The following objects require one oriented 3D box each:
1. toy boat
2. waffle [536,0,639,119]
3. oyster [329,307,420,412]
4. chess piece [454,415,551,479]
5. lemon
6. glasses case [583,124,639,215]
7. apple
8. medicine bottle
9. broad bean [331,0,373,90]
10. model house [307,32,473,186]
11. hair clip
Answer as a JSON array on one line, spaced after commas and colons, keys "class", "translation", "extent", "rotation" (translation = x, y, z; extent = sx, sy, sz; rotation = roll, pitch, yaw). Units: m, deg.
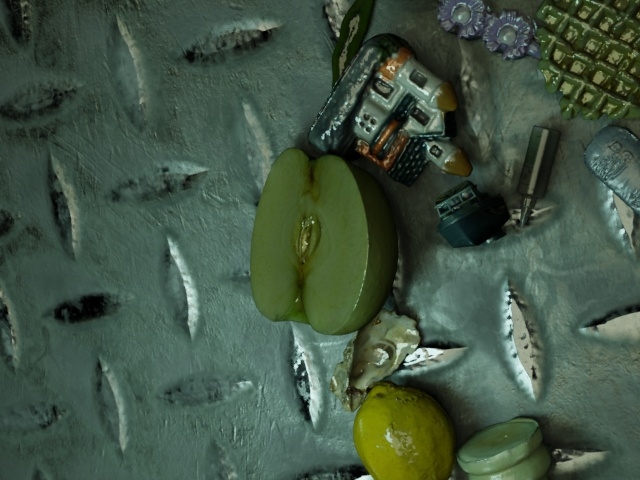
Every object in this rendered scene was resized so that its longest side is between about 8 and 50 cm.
[{"class": "toy boat", "translation": [0.283, -0.047, 1.776], "extent": [0.114, 0.296, 0.122], "rotation": [-32, 82, 19]}, {"class": "waffle", "translation": [0.563, -0.372, 1.755], "extent": [0.309, 0.056, 0.292], "rotation": [-10, 95, 12]}, {"class": "oyster", "translation": [0.098, 0.244, 1.967], "extent": [0.161, 0.107, 0.233], "rotation": [23, 101, -24]}, {"class": "chess piece", "translation": [0.416, 0.539, 1.864], "extent": [0.182, 0.182, 0.330], "rotation": [-23, 94, 20]}, {"class": "lemon", "translation": [0.171, 0.407, 1.908], "extent": [0.204, 0.204, 0.260], "rotation": [-25, 86, 20]}, {"class": "glasses case", "translation": [0.624, -0.103, 1.772], "extent": [0.282, 0.067, 0.109], "rotation": [46, 110, 11]}, {"class": "apple", "translation": [0.000, 0.000, 1.877], "extent": [0.320, 0.311, 0.360], "rotation": [7, 92, 6]}, {"class": "medicine bottle", "translation": [0.422, -0.125, 1.844], "extent": [0.057, 0.057, 0.199], "rotation": [16, 101, 17]}, {"class": "broad bean", "translation": [0.057, -0.393, 1.951], "extent": [0.060, 0.043, 0.297], "rotation": [14, 101, 6]}, {"class": "model house", "translation": [0.174, -0.223, 1.851], "extent": [0.301, 0.190, 0.271], "rotation": [37, 104, 11]}, {"class": "hair clip", "translation": [0.322, -0.434, 1.844], "extent": [0.292, 0.084, 0.106], "rotation": [32, 122, 9]}]
